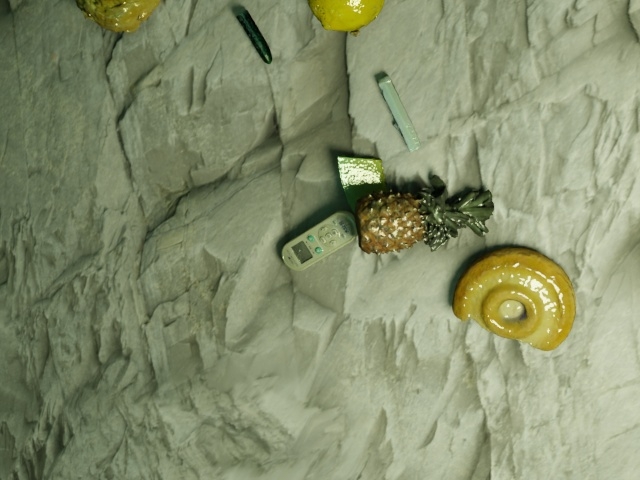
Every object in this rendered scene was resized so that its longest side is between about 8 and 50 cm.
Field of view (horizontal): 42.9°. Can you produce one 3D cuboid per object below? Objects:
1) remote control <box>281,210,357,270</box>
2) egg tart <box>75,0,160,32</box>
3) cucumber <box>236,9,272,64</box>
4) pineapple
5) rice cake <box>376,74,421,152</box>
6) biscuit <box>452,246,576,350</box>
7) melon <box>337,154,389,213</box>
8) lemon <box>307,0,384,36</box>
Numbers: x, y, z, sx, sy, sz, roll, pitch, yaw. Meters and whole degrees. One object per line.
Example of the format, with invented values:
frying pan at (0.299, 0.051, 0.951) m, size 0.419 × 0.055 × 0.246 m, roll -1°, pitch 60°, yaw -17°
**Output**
remote control at (0.000, 0.000, 1.936) m, size 0.221 × 0.042 × 0.078 m, roll -31°, pitch 95°, yaw 30°
egg tart at (-0.476, -0.684, 1.855) m, size 0.351 × 0.153 × 0.339 m, roll -39°, pitch 88°, yaw 19°
cucumber at (-0.148, -0.467, 1.881) m, size 0.032 × 0.032 × 0.133 m, roll -29°, pitch 93°, yaw 19°
pineapple at (0.232, -0.059, 1.823) m, size 0.310 × 0.141 × 0.170 m, roll -6°, pitch 85°, yaw -4°
rice cake at (0.175, -0.285, 1.842) m, size 0.042 × 0.030 × 0.180 m, roll -25°, pitch 96°, yaw 13°
biscuit at (0.444, 0.124, 1.840) m, size 0.274 × 0.091 × 0.213 m, roll 16°, pitch 108°, yaw 13°
melon at (0.123, -0.094, 1.905) m, size 0.114 × 0.053 × 0.262 m, roll -25°, pitch 100°, yaw 0°
lemon at (0.055, -0.545, 1.739) m, size 0.173 × 0.173 × 0.206 m, roll 1°, pitch 88°, yaw 14°
